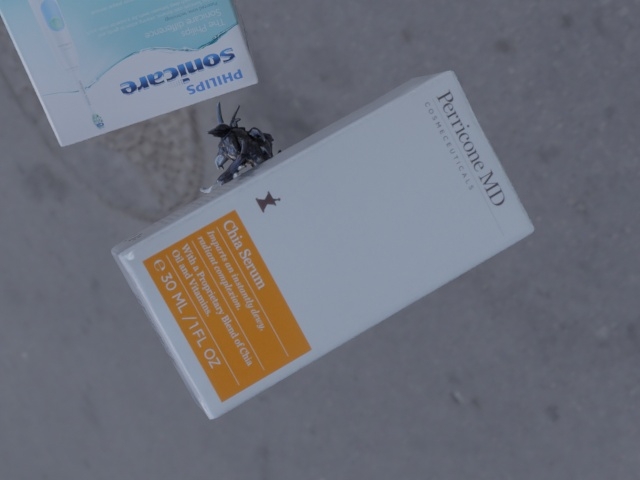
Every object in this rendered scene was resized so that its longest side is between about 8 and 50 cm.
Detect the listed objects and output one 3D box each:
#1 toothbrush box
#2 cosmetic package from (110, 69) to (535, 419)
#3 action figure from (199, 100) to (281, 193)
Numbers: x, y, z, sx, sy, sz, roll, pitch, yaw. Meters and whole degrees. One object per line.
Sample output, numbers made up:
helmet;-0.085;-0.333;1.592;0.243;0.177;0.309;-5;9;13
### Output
toothbrush box;-0.209;-0.269;1.402;0.126;0.216;0.295;-103;-6;-59
cosmetic package;0.000;0.000;1.731;0.230;0.453;0.161;61;170;-8
action figure;-0.114;-0.086;2.256;0.141;0.164;0.276;-43;62;21
